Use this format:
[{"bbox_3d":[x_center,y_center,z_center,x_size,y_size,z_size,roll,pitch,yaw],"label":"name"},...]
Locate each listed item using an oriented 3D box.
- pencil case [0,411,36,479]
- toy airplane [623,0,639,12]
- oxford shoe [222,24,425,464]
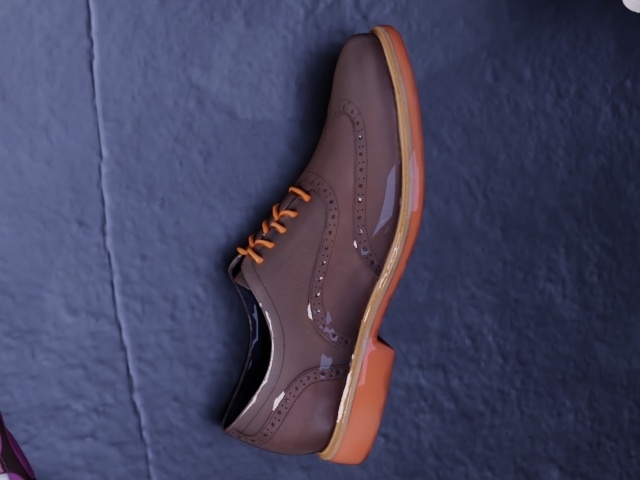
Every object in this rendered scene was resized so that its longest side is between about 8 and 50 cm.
[{"bbox_3d":[-0.222,0.091,0.928,0.095,0.098,0.209,-31,103,-15],"label":"pencil case"},{"bbox_3d":[0.137,-0.318,0.972,0.384,0.272,0.386,8,55,-31],"label":"toy airplane"},{"bbox_3d":[0.000,0.000,1.006,0.098,0.097,0.271,8,91,-15],"label":"oxford shoe"}]
